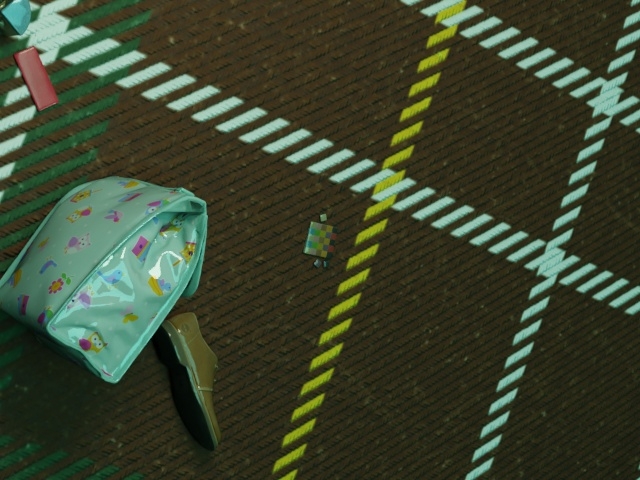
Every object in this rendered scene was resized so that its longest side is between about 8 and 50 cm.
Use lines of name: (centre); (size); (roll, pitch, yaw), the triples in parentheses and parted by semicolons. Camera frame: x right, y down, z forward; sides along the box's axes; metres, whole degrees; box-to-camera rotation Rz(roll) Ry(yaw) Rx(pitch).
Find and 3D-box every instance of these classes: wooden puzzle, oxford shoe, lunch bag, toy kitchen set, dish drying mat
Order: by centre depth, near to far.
toy kitchen set: (-0.473, -0.309, 1.674); (0.166, 0.122, 0.207); (-46, 115, -17)
lunch bag: (-0.280, 0.032, 1.771); (0.160, 0.223, 0.262); (46, 71, -32)
dish drying mat: (-0.383, -0.218, 1.805); (0.032, 0.008, 0.083); (-29, 111, -23)
oxford shoe: (-0.174, 0.204, 1.944); (0.076, 0.076, 0.212); (-26, 110, -36)
wooden puzzle: (0.000, 0.000, 2.055); (0.049, 0.006, 0.083); (13, 90, -31)
